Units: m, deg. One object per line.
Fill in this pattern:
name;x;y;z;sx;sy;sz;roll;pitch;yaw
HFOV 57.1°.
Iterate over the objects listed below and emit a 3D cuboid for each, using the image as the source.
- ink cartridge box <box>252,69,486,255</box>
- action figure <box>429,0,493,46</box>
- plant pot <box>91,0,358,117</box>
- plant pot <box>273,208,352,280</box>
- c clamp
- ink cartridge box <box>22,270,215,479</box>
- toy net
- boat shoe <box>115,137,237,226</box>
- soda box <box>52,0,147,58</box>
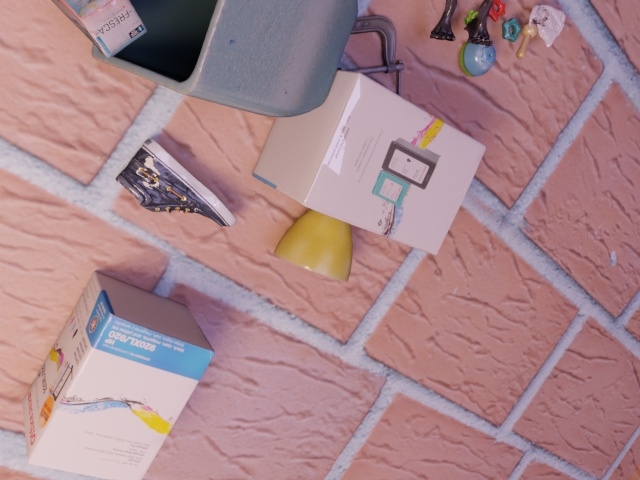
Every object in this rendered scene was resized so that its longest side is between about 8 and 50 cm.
ink cartridge box;0.075;-0.126;0.936;0.270;0.198;0.197;19;98;-33
action figure;0.256;-0.450;0.913;0.164;0.141;0.276;2;110;-16
plant pot;-0.097;-0.292;0.766;0.252;0.247;0.248;12;103;-50
plant pot;0.000;0.000;0.985;0.134;0.134;0.095;19;92;-32
c clamp;0.075;-0.300;0.975;0.160;0.022;0.137;-8;112;-26
ink cartridge box;-0.303;0.201;0.870;0.168;0.171;0.233;28;93;-33
toy net;0.351;-0.391;1.081;0.232;0.045;0.122;-27;110;-20
boat shoe;-0.215;-0.063;0.887;0.083;0.065;0.183;-48;116;-3
soda box;-0.282;-0.291;0.689;0.058;0.183;0.063;-40;151;-9
